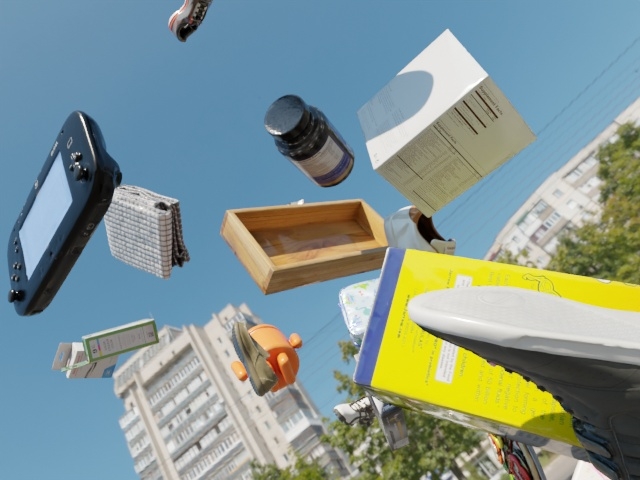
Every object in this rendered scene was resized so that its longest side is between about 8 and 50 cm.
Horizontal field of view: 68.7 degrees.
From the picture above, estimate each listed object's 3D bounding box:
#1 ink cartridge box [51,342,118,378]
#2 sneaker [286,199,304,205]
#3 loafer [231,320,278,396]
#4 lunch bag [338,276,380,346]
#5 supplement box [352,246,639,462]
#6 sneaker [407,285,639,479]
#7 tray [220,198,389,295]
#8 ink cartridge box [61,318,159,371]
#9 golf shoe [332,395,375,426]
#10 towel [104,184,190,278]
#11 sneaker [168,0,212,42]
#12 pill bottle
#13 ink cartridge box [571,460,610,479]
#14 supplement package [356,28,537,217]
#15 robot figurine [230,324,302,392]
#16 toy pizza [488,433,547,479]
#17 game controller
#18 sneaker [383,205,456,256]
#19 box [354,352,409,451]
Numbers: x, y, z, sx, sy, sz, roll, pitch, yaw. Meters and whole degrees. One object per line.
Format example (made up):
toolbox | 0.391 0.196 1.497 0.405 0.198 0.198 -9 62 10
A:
ink cartridge box | -0.781 0.402 1.566 0.180 0.060 0.104 14 -82 -45
sneaker | -0.091 -0.059 1.625 0.075 0.170 0.063 -1 -14 6
loafer | -0.124 0.217 0.881 0.050 0.147 0.056 -18 -17 -26
lunch bag | 0.154 0.222 1.473 0.176 0.218 0.090 -18 -53 0
supplement box | 0.254 0.155 0.619 0.194 0.357 0.195 56 -132 -59
sneaker | 0.219 0.132 0.419 0.105 0.296 0.146 -33 -52 -60
tray | 0.000 0.000 1.089 0.411 0.203 0.076 -9 -46 -39
ink cartridge box | -0.498 0.241 1.100 0.210 0.062 0.109 -14 -1 -31
golf shoe | 0.114 0.520 1.455 0.198 0.077 0.093 25 -79 -49
towel | -0.542 -0.037 1.462 0.121 0.284 0.234 -35 -45 -53
sneaker | -0.267 -0.496 1.019 0.158 0.064 0.061 -41 -25 31
pill bottle | -0.022 -0.210 1.003 0.123 0.122 0.219 -45 -34 6
ink cartridge box | 0.570 0.425 0.820 0.353 0.207 0.119 -60 -38 -17
supplement package | 0.193 -0.189 0.767 0.203 0.194 0.149 -38 -55 25
robot figurine | -0.128 0.288 1.170 0.128 0.219 0.158 32 -91 -26
toy pizza | 0.329 0.375 0.808 0.032 0.201 0.201 -19 -35 -2
game controller | -0.390 -0.032 0.684 0.319 0.166 0.067 -46 -24 26
sneaker | 0.218 0.066 0.926 0.123 0.289 0.106 -23 -10 41
box | 0.163 0.422 1.235 0.056 0.183 0.230 -21 -46 -4
